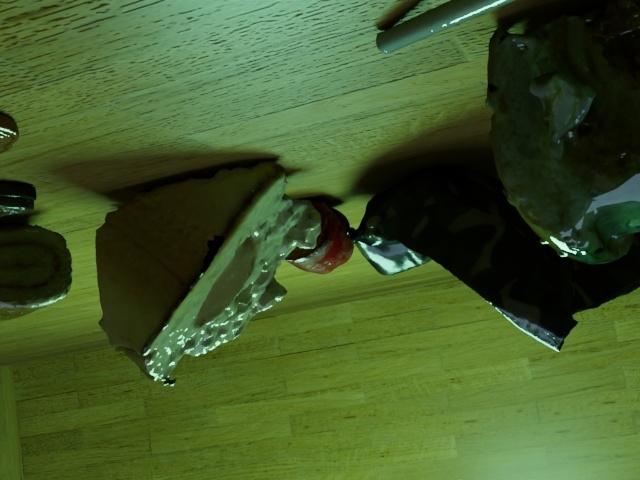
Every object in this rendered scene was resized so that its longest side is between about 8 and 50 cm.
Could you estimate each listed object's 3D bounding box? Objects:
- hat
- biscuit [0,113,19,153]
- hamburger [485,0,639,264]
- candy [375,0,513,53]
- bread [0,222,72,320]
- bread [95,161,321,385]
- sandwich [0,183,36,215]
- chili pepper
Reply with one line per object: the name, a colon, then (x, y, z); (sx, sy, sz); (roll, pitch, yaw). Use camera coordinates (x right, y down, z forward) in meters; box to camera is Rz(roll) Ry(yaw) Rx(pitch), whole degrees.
hat: (0.240, -0.031, 1.143); (0.382, 0.257, 0.366); (-39, -148, -22)
biscuit: (-0.284, -0.071, 0.685); (0.130, 0.019, 0.102); (-17, 169, 40)
hamburger: (0.245, -0.079, 0.689); (0.168, 0.192, 0.288); (-3, 176, 37)
candy: (0.133, -0.141, 0.470); (0.124, 0.124, 0.365); (-4, 178, -29)
bread: (-0.365, 0.040, 1.043); (0.132, 0.103, 0.172); (-3, 171, -35)
bread: (-0.121, 0.047, 0.989); (0.224, 0.211, 0.183); (-6, 166, 17)
sandwich: (-0.316, -0.035, 0.863); (0.069, 0.026, 0.101); (-17, 169, 35)
chili pepper: (0.000, 0.000, 1.220); (0.086, 0.084, 0.192); (-17, 166, 12)
